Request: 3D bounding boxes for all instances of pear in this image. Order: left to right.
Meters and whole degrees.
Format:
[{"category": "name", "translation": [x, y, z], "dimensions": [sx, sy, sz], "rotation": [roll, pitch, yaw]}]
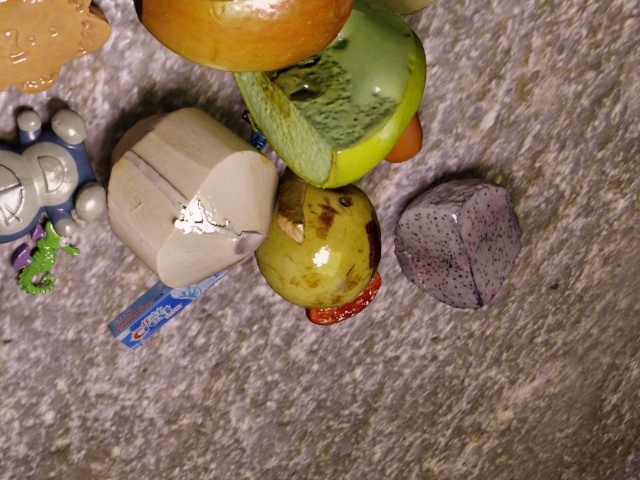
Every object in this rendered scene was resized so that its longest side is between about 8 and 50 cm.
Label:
[{"category": "pear", "translation": [0.000, 0.000, 2.154], "dimensions": [0.283, 0.284, 0.284], "rotation": [-17, 136, -17]}, {"category": "pear", "translation": [0.042, -0.281, 1.894], "dimensions": [0.318, 0.342, 0.238], "rotation": [-32, 159, -17]}]

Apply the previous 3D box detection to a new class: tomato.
[{"category": "tomato", "translation": [0.044, 0.105, 2.408], "dimensions": [0.174, 0.082, 0.166], "rotation": [-7, 128, -20]}]

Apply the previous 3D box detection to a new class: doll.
[{"category": "doll", "translation": [-0.516, -0.100, 1.834], "dimensions": [0.258, 0.154, 0.228], "rotation": [-21, 104, -22]}, {"category": "doll", "translation": [-0.521, 0.030, 2.027], "dimensions": [0.115, 0.050, 0.190], "rotation": [19, 120, -33]}]

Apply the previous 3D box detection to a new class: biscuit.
[{"category": "biscuit", "translation": [-0.505, -0.310, 1.667], "dimensions": [0.354, 0.052, 0.275], "rotation": [-24, 151, -13]}]

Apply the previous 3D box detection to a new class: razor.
[{"category": "razor", "translation": [-0.142, -0.139, 2.099], "dimensions": [0.082, 0.042, 0.253], "rotation": [24, 124, 4]}]

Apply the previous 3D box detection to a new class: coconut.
[{"category": "coconut", "translation": [-0.222, -0.070, 1.903], "dimensions": [0.322, 0.323, 0.323], "rotation": [-17, 136, -17]}]

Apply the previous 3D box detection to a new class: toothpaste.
[{"category": "toothpaste", "translation": [-0.318, 0.120, 2.228], "dimensions": [0.272, 0.053, 0.066], "rotation": [-39, 138, 9]}]

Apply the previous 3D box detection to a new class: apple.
[{"category": "apple", "translation": [-0.118, -0.444, 1.597], "dimensions": [0.374, 0.374, 0.384], "rotation": [-11, 139, -22]}]

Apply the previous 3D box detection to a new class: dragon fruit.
[{"category": "dragon fruit", "translation": [0.304, -0.017, 2.377], "dimensions": [0.221, 0.204, 0.283], "rotation": [-43, 128, -31]}]

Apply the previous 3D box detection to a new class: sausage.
[{"category": "sausage", "translation": [0.135, -0.259, 2.107], "dimensions": [0.105, 0.105, 0.274], "rotation": [-29, 138, -3]}]

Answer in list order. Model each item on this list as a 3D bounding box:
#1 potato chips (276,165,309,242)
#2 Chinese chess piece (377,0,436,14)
[{"category": "potato chips", "translation": [-0.031, -0.121, 1.978], "dimensions": [0.080, 0.407, 0.057], "rotation": [0, 125, 12]}, {"category": "Chinese chess piece", "translation": [0.154, -0.499, 1.909], "dimensions": [0.188, 0.083, 0.188], "rotation": [-19, 140, -17]}]
